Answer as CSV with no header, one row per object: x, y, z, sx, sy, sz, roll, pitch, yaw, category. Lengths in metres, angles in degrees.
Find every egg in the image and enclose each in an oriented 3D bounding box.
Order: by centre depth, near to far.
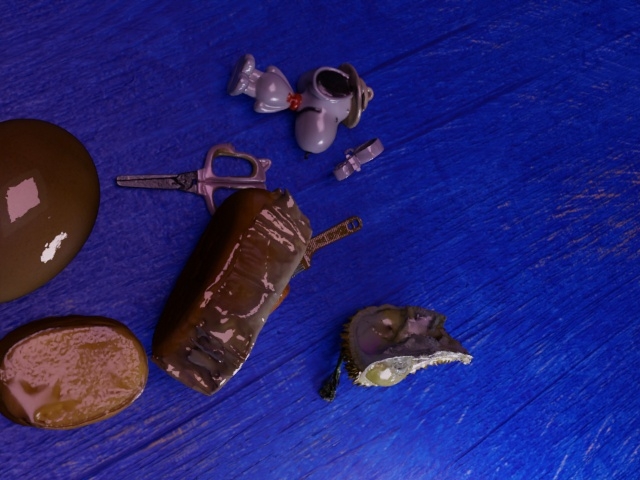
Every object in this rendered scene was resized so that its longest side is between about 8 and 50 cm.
-0.504,-0.046,1.443,0.250,0.250,0.323,31,78,-20,egg

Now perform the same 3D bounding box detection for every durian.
0.162,0.211,1.786,0.306,0.166,0.172,4,79,-26,durian

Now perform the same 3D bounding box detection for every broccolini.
0.030,0.261,1.798,0.035,0.030,0.140,13,69,12,broccolini

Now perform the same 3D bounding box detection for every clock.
0.072,-0.167,1.834,0.129,0.087,0.041,-40,106,-24,clock

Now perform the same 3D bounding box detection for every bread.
-0.427,0.224,1.506,0.269,0.142,0.196,-7,89,-25,bread
-0.168,0.085,1.597,0.183,0.236,0.389,31,66,-6,bread

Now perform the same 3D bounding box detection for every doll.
-0.036,-0.305,1.768,0.271,0.144,0.208,39,78,-22,doll

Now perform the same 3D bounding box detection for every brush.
0.000,0.000,1.820,0.218,0.010,0.083,-28,95,-28,brush

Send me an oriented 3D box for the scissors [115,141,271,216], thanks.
-0.240,-0.114,1.709,0.317,0.024,0.160,0,85,-27,scissors

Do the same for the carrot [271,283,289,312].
-0.142,0.158,1.709,0.061,0.061,0.257,41,76,-16,carrot
